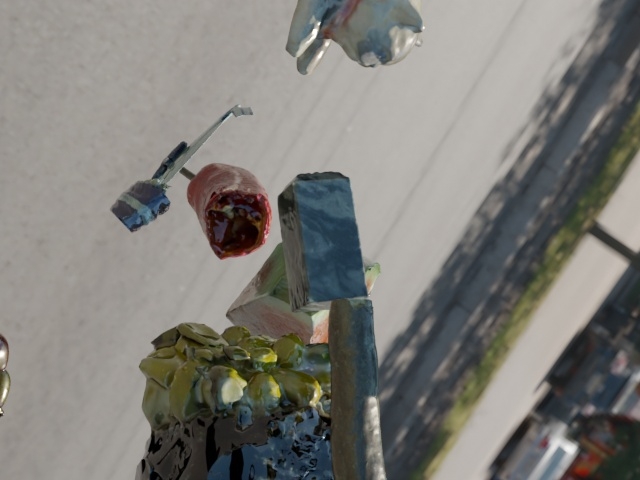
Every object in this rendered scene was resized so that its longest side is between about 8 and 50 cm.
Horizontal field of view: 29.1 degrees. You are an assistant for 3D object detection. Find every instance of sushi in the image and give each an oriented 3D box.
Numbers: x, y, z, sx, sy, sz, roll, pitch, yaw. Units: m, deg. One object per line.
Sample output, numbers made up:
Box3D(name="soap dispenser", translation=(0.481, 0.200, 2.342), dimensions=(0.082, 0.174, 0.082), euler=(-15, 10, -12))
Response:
Box3D(name="sushi", translation=(-0.082, 0.255, 1.653), dimensions=(0.328, 0.329, 0.285), euler=(141, -48, -64))

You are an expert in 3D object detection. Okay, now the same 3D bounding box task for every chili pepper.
Box3D(name="chili pepper", translation=(-0.170, -0.073, 2.220), dimensions=(0.131, 0.134, 0.338), euler=(-18, -160, -10))

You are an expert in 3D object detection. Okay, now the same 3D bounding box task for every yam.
Box3D(name="yam", translation=(0.036, 0.197, 1.291), dimensions=(0.061, 0.061, 0.274), euler=(4, 83, -72))

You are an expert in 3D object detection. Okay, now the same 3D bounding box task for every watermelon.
Box3D(name="watermelon", translation=(-0.011, 0.105, 1.972), dimensions=(0.232, 0.193, 0.310), euler=(-43, -169, 24))

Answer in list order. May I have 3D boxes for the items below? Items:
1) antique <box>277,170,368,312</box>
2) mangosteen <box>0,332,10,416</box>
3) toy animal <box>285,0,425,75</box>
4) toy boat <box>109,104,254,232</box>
Box3D(name="antique", translation=(0.000, 0.000, 1.677), dimensions=(0.088, 0.183, 0.086), euler=(-3, 168, -19))
Box3D(name="mangosteen", translation=(-0.720, 0.230, 2.301), dimensions=(0.313, 0.297, 0.297), euler=(-30, 179, 32))
Box3D(name="toy animal", translation=(0.067, -0.356, 1.824), dimensions=(0.308, 0.188, 0.266), euler=(59, 35, -79))
Box3D(name="toy boat", translation=(-0.234, -0.115, 2.017), dimensions=(0.291, 0.070, 0.210), euler=(-50, -165, -31))
